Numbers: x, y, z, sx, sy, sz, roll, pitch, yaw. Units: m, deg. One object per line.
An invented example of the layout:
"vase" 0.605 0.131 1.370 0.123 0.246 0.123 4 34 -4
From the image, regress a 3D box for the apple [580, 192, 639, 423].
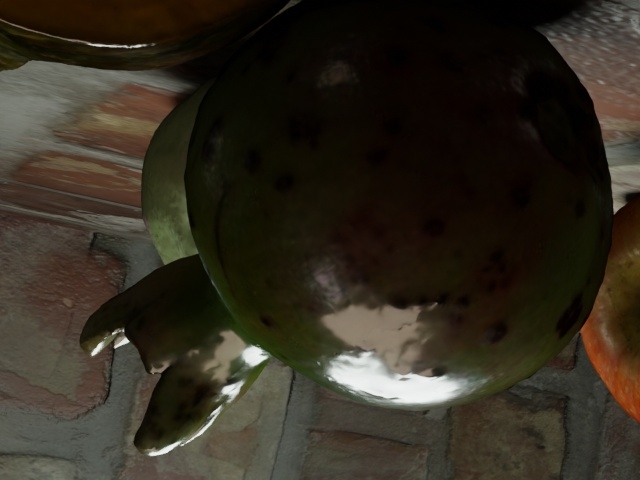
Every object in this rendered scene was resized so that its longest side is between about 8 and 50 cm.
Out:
"apple" 0.331 0.057 0.831 0.241 0.242 0.242 12 173 -30

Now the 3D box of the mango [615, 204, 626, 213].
"mango" 0.312 -0.005 1.047 0.080 0.060 0.114 9 177 25

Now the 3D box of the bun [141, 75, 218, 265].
"bun" 0.000 0.000 0.820 0.283 0.179 0.283 6 152 3

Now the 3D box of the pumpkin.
"pumpkin" -0.199 -0.137 0.538 0.290 0.095 0.258 8 177 41

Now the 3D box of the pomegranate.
"pomegranate" 0.023 0.008 0.620 0.242 0.242 0.306 13 131 -28
